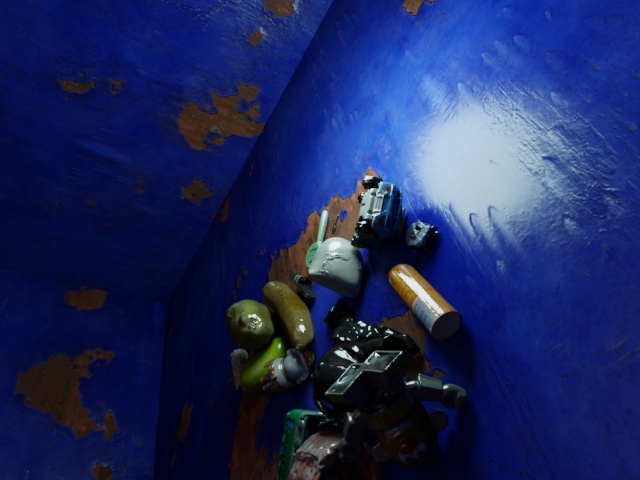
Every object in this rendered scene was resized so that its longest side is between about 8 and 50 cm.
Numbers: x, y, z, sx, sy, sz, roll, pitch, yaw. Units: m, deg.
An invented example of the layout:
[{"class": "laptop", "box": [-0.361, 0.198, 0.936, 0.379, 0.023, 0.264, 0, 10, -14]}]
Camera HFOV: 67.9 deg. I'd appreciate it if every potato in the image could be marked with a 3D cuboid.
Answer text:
[{"class": "potato", "box": [-0.291, 0.356, 2.018, 0.351, 0.203, 0.218, 147, 107, -75]}]

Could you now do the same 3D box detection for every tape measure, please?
[{"class": "tape measure", "box": [0.300, -0.012, 1.427, 0.094, 0.054, 0.091, 26, 91, 60]}]

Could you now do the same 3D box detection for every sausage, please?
[{"class": "sausage", "box": [0.273, 0.151, 1.338, 0.093, 0.093, 0.312, -64, 28, 16]}, {"class": "sausage", "box": [-0.125, 0.288, 1.945, 0.136, 0.123, 0.501, -37, 29, -7]}]

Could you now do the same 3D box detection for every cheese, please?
[{"class": "cheese", "box": [0.063, 0.088, 1.667, 0.154, 0.198, 0.189, -9, 57, 63]}]

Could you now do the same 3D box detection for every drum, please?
[{"class": "drum", "box": [-0.011, 0.007, 1.995, 0.130, 0.049, 0.253, -34, 45, 50]}]

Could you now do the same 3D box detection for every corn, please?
[{"class": "corn", "box": [-0.380, 0.618, 2.282, 0.087, 0.087, 0.210, -53, 39, 32]}]

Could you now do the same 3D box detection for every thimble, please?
[{"class": "thimble", "box": [0.044, 0.650, 1.309, 0.162, 0.239, 0.239, -17, 59, 57]}]

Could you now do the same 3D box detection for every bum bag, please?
[{"class": "bum bag", "box": [0.068, 0.297, 1.661, 0.123, 0.060, 0.248, -66, 27, 14]}]

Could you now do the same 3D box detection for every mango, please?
[{"class": "mango", "box": [-0.227, 0.528, 1.990, 0.293, 0.143, 0.175, -51, 25, 16]}]

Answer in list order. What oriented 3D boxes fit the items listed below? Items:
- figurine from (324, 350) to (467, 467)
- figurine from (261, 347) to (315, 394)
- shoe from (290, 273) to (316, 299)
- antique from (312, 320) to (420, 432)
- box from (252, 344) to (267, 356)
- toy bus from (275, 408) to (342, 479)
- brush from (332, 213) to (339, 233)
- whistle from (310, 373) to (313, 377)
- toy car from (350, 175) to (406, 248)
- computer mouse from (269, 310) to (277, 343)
[{"class": "figurine", "box": [0.180, 0.426, 1.168, 0.343, 0.284, 0.167, -27, 11, 32]}, {"class": "figurine", "box": [-0.127, 0.495, 1.813, 0.271, 0.143, 0.143, -46, 37, 38]}, {"class": "shoe", "box": [-0.062, 0.177, 1.969, 0.049, 0.071, 0.179, -63, 34, 16]}, {"class": "antique", "box": [0.106, 0.366, 1.371, 0.322, 0.185, 0.255, -41, 14, -12]}, {"class": "box", "box": [-0.276, 0.549, 2.181, 0.125, 0.027, 0.126, -49, 35, 36]}, {"class": "toy bus", "box": [-0.037, 0.700, 1.475, 0.199, 0.184, 0.343, -21, 55, 60]}, {"class": "brush", "box": [0.061, -0.069, 1.952, 0.024, 0.008, 0.083, 19, 91, 66]}, {"class": "whistle", "box": [-0.009, 0.498, 1.719, 0.033, 0.029, 0.083, -41, 24, -22]}, {"class": "toy car", "box": [0.193, -0.076, 1.562, 0.314, 0.166, 0.198, 97, -174, -76]}, {"class": "computer mouse", "box": [-0.246, 0.391, 2.193, 0.089, 0.056, 0.181, -53, 32, 24]}]
